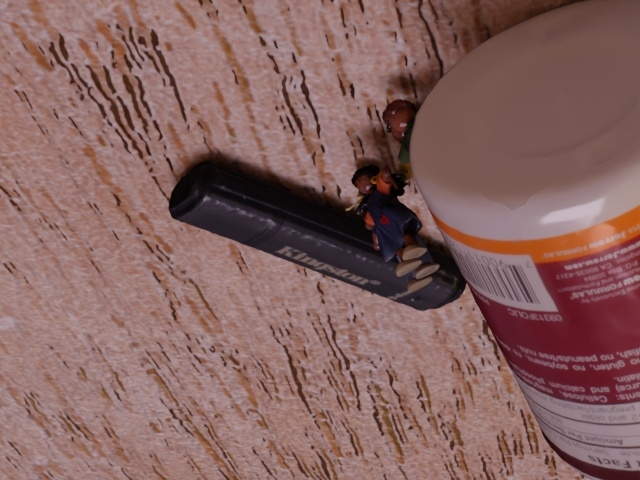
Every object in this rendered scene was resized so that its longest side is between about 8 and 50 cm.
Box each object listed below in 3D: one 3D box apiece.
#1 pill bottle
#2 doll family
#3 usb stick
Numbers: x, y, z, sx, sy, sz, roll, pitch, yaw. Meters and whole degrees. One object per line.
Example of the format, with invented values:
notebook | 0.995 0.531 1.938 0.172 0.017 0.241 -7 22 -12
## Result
pill bottle | 0.236 0.040 1.264 0.224 0.224 0.392 -10 130 26
doll family | 0.067 -0.042 1.370 0.076 0.111 0.193 -16 152 -38
usb stick | 0.000 0.000 1.511 0.278 0.045 0.077 21 146 -26
